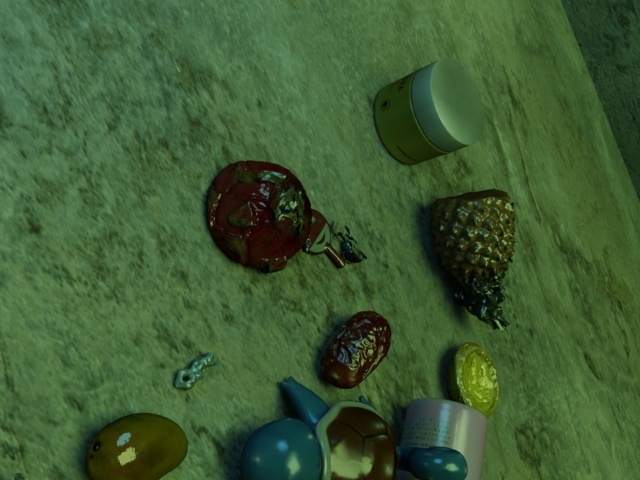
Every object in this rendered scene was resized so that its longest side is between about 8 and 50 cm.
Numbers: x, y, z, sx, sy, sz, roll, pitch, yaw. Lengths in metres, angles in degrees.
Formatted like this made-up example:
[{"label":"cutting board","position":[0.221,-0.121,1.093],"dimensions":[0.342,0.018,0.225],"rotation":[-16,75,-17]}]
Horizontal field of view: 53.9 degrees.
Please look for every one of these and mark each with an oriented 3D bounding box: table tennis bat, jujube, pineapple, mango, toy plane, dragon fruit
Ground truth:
[{"label":"table tennis bat","position":[0.000,0.000,1.331],"dimensions":[0.154,0.019,0.098],"rotation":[48,51,-20]},{"label":"jujube","position":[0.075,0.222,1.274],"dimensions":[0.112,0.109,0.176],"rotation":[54,52,-13]},{"label":"pineapple","position":[0.394,0.058,1.576],"dimensions":[0.223,0.223,0.357],"rotation":[-17,100,-45]},{"label":"mango","position":[-0.270,0.310,0.937],"dimensions":[0.163,0.090,0.111],"rotation":[-21,105,-55]},{"label":"toy plane","position":[0.062,0.010,1.376],"dimensions":[0.120,0.031,0.049],"rotation":[52,44,-23]},{"label":"dragon fruit","position":[-0.084,-0.058,1.168],"dimensions":[0.218,0.148,0.223],"rotation":[-32,100,-41]}]

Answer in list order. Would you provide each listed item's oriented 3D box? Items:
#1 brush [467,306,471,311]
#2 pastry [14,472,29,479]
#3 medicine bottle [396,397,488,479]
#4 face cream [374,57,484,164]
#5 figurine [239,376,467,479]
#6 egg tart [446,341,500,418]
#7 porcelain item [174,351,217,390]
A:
[{"label":"brush","position":[0.406,0.043,1.710],"dimensions":[0.090,0.017,0.314],"rotation":[14,70,-38]},{"label":"pastry","position":[-0.429,0.418,0.749],"dimensions":[0.121,0.089,0.258],"rotation":[55,49,-12]},{"label":"medicine bottle","position":[0.242,0.494,1.314],"dimensions":[0.178,0.178,0.290],"rotation":[36,57,-32]},{"label":"face cream","position":[0.268,-0.313,1.556],"dimensions":[0.218,0.179,0.218],"rotation":[14,69,-41]},{"label":"figurine","position":[0.043,0.411,1.147],"dimensions":[0.417,0.243,0.297],"rotation":[8,81,-21]},{"label":"egg tart","position":[0.370,0.345,1.548],"dimensions":[0.191,0.074,0.191],"rotation":[15,68,-40]},{"label":"porcelain item","position":[-0.211,0.221,1.058],"dimensions":[0.036,0.028,0.083],"rotation":[52,48,2]}]
